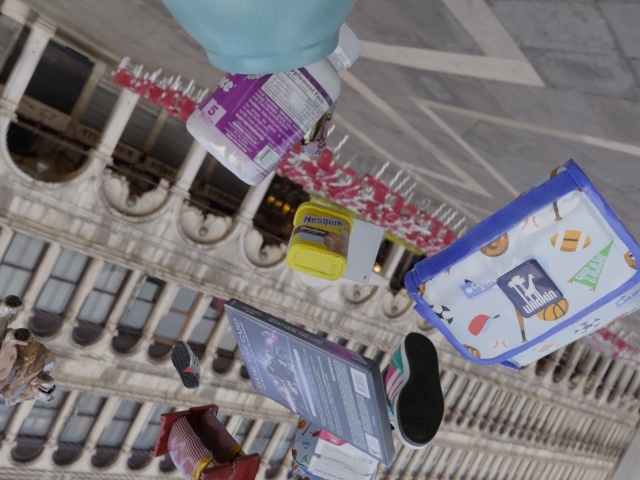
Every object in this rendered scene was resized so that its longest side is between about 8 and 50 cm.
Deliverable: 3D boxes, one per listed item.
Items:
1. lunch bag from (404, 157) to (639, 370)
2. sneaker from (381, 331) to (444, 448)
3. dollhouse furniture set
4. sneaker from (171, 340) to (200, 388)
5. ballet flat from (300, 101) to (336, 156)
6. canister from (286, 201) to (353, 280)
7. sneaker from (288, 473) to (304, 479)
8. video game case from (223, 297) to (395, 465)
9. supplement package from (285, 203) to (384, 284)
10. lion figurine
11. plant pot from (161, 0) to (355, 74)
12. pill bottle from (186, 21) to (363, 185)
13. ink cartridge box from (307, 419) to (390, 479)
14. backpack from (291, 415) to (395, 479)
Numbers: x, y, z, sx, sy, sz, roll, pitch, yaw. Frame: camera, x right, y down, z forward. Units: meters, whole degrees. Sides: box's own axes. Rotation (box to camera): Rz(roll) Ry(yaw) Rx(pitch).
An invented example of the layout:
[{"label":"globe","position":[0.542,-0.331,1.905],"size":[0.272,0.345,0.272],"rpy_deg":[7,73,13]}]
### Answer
[{"label":"lunch bag","position":[0.363,0.055,0.971],"size":[0.385,0.327,0.239],"rpy_deg":[28,-146,-46]},{"label":"sneaker","position":[0.182,0.365,1.279],"size":[0.123,0.178,0.296],"rpy_deg":[22,-144,-4]},{"label":"dollhouse furniture set","position":[-0.287,0.589,1.291],"size":[0.152,0.374,0.201],"rpy_deg":[0,-158,-44]},{"label":"sneaker","position":[-0.384,0.345,1.638],"size":[0.057,0.161,0.075],"rpy_deg":[-12,-155,3]},{"label":"ballet flat","position":[-0.009,-0.325,1.437],"size":[0.076,0.222,0.079],"rpy_deg":[7,172,26]},{"label":"canister","position":[0.000,0.000,1.166],"size":[0.126,0.073,0.170],"rpy_deg":[16,-148,-4]},{"label":"sneaker","position":[-0.076,0.595,1.228],"size":[0.122,0.146,0.330],"rpy_deg":[60,164,16]},{"label":"video game case","position":[-0.019,0.203,0.837],"size":[0.274,0.026,0.196],"rpy_deg":[18,134,37]},{"label":"supplement package","position":[0.032,0.003,1.455],"size":[0.194,0.149,0.203],"rpy_deg":[17,-178,-10]},{"label":"lion figurine","position":[-0.630,0.227,0.963],"size":[0.392,0.240,0.142],"rpy_deg":[-4,-130,-50]},{"label":"plant pot","position":[-0.070,-0.324,0.690],"size":[0.293,0.293,0.196],"rpy_deg":[28,140,37]},{"label":"pill bottle","position":[-0.073,-0.254,0.975],"size":[0.169,0.301,0.169],"rpy_deg":[42,-176,-3]},{"label":"ink cartridge box","position":[0.048,0.361,1.000],"size":[0.109,0.150,0.063],"rpy_deg":[18,-139,4]},{"label":"backpack","position":[0.041,0.608,1.608],"size":[0.276,0.263,0.213],"rpy_deg":[-10,142,33]}]
